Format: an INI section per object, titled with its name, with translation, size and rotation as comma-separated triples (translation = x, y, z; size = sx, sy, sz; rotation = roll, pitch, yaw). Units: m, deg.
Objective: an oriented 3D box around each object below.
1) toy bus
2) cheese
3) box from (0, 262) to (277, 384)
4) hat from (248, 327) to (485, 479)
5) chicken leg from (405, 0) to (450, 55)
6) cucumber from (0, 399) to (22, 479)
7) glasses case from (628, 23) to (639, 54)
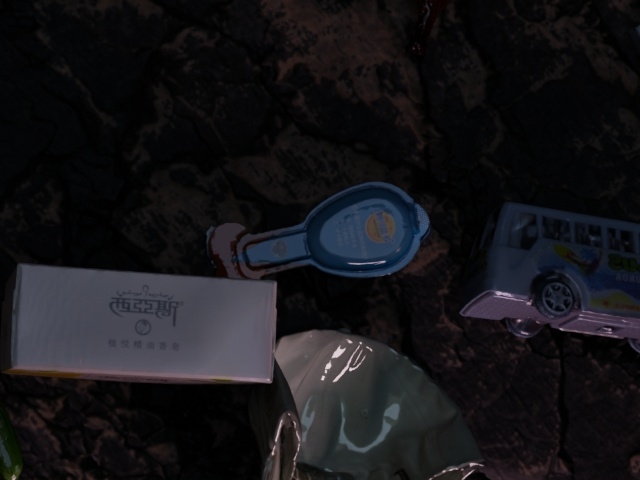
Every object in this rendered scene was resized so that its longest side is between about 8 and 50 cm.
[toy bus]
translation = 0.326, 0.047, 1.815
size = 0.330, 0.109, 0.136
rotation = 9, 71, -14
[cheese]
translation = 0.000, 0.000, 1.766
size = 0.256, 0.037, 0.106
rotation = -12, 92, -9
[box]
translation = -0.190, 0.089, 1.618
size = 0.260, 0.194, 0.111
rotation = 6, 82, -13
[hat]
translation = 0.001, 0.255, 1.694
size = 0.258, 0.168, 0.301
rotation = 19, 101, -30
[chicken leg]
translation = 0.158, -0.305, 1.848
size = 0.205, 0.053, 0.093
rotation = -39, 108, -13
[cucumber]
translation = -0.344, 0.177, 1.647
size = 0.037, 0.037, 0.155
rotation = -24, 91, -17
[glasses case]
translation = 0.478, -0.161, 1.918
size = 0.105, 0.056, 0.266
rotation = -28, 90, 7
